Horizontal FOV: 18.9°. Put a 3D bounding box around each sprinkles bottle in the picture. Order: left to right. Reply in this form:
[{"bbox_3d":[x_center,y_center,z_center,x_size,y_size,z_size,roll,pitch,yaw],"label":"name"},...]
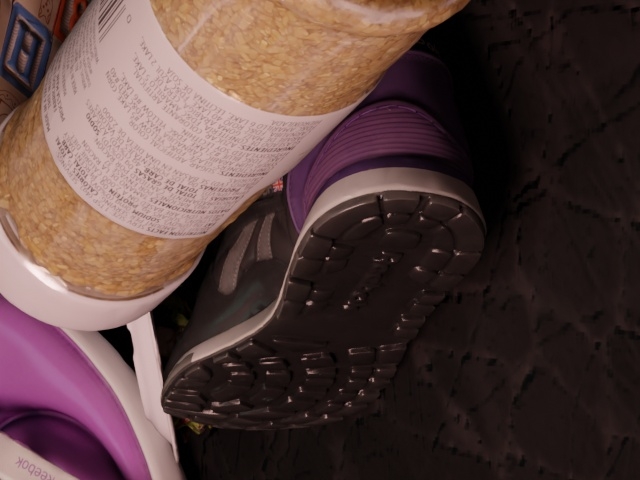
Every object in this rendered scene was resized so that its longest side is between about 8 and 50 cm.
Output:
[{"bbox_3d":[-0.056,-0.070,0.852,0.355,0.121,0.121,-41,62,57],"label":"sprinkles bottle"}]

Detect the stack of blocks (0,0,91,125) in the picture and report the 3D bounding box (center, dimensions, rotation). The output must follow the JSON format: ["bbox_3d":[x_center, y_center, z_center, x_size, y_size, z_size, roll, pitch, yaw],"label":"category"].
[{"bbox_3d":[-0.215,-0.096,0.998,0.087,0.297,0.171,4,72,23],"label":"stack of blocks"}]

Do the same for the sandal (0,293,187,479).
[{"bbox_3d":[-0.152,0.200,1.185,0.169,0.102,0.416,-40,70,30],"label":"sandal"}]

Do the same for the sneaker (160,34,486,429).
[{"bbox_3d":[0.000,0.000,0.974,0.283,0.107,0.124,132,143,-51],"label":"sneaker"}]

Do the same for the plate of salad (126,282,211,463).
[{"bbox_3d":[-0.094,0.032,1.137,0.200,0.048,0.200,169,90,-84],"label":"plate of salad"}]
